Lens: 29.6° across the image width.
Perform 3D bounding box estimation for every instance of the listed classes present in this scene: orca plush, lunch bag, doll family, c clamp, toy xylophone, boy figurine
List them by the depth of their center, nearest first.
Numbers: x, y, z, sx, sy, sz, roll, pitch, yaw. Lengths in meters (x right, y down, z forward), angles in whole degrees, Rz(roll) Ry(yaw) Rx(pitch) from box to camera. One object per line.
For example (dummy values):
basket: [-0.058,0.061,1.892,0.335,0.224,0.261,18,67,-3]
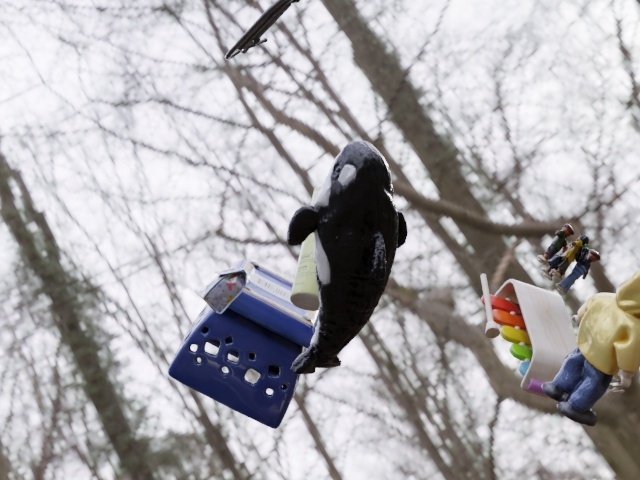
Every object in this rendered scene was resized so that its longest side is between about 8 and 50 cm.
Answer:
orca plush: [0.033,0.031,1.434,0.151,0.102,0.287,22,-84,-23]
c clamp: [-0.076,-0.302,1.676,0.160,0.022,0.137,-38,2,45]
boy figurine: [0.470,0.155,1.970,0.092,0.177,0.285,21,-72,-30]
lunch bag: [-0.159,0.076,2.017,0.083,0.053,0.071,-44,11,-6]
doll family: [0.503,0.034,2.436,0.111,0.076,0.193,-50,-23,-7]
toy xylophone: [0.418,0.179,2.459,0.236,0.323,0.081,22,-59,-9]

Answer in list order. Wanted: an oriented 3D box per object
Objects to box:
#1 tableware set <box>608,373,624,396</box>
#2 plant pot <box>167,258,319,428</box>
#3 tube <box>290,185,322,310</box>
tableware set: [0.590,0.280,2.564,0.154,0.104,0.024,-1,-6,-28]
plant pot: [-0.124,0.178,2.272,0.212,0.236,0.236,-62,2,18]
tube: [0.000,0.000,2.011,0.070,0.240,0.062,10,-31,5]
